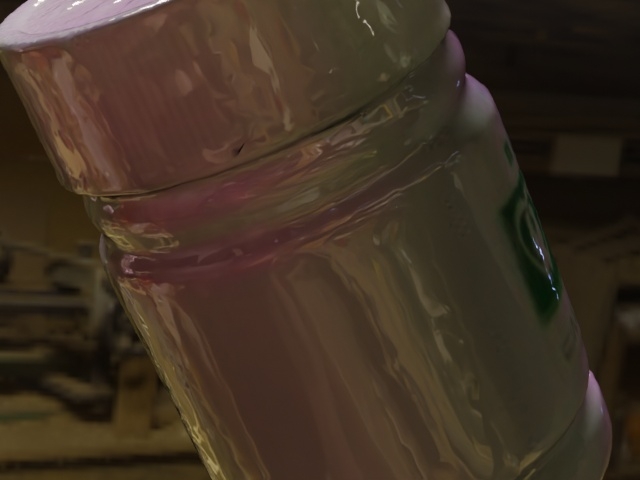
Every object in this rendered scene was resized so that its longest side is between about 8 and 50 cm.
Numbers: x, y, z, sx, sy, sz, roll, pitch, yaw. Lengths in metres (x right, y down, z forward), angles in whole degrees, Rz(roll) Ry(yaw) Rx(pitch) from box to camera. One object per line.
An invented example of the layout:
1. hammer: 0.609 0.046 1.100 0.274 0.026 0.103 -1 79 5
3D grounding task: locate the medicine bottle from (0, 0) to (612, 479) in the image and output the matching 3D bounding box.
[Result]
1. medicine bottle: 0.000 0.000 0.774 0.212 0.325 0.212 -22 21 9
